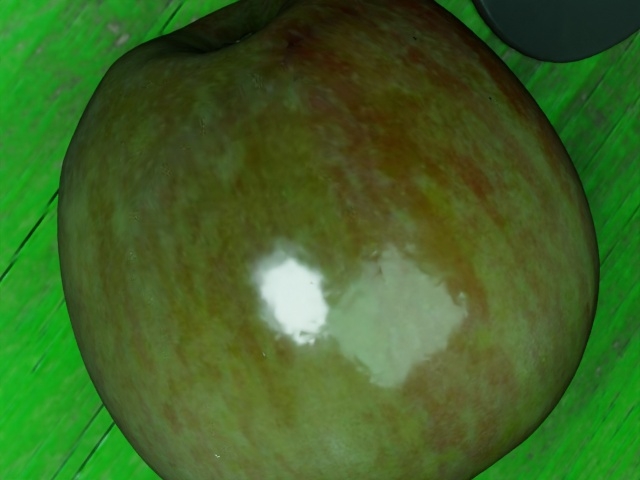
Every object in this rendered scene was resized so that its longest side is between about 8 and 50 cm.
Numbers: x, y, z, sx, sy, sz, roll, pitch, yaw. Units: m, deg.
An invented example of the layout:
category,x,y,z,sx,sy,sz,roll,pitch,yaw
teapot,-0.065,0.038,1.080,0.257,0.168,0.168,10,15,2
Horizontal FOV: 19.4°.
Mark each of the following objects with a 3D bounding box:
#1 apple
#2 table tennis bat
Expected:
category,x,y,z,sx,sy,sz,roll,pitch,yaw
apple,0.000,0.000,0.891,0.257,0.257,0.234,-28,111,-20
table tennis bat,0.189,-0.217,1.078,0.274,0.021,0.154,-42,118,-12
